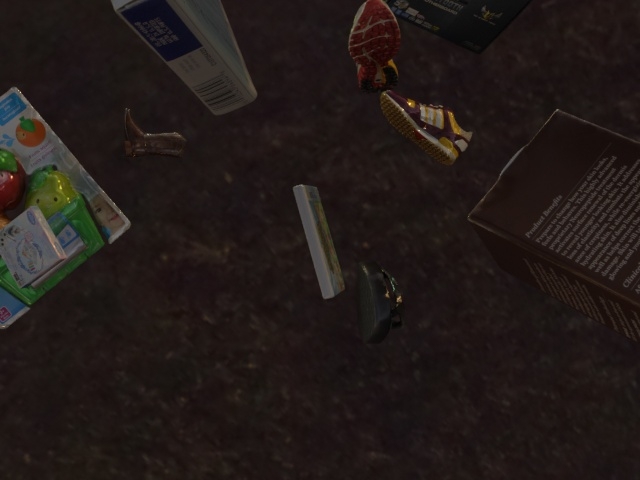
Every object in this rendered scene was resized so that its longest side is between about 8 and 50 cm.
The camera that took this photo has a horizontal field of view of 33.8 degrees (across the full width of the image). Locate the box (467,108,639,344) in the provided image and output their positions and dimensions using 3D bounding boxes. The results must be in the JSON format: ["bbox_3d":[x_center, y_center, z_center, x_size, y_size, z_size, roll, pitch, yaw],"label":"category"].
[{"bbox_3d":[0.383,0.009,1.237,0.191,0.143,0.381,-49,49,-9],"label":"box"}]

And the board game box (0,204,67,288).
[{"bbox_3d":[-0.424,0.010,1.533,0.090,0.020,0.090,-33,84,24],"label":"board game box"}]

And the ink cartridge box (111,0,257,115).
[{"bbox_3d":[-0.193,-0.338,1.181,0.071,0.324,0.330,-25,74,7],"label":"ink cartridge box"}]

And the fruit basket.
[{"bbox_3d":[-0.597,-0.061,2.019,0.327,0.353,0.165,-40,15,-11],"label":"fruit basket"}]

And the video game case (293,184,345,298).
[{"bbox_3d":[0.000,0.000,1.987,0.023,0.193,0.212,-15,90,8],"label":"video game case"}]

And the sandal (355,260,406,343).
[{"bbox_3d":[0.074,0.073,1.291,0.054,0.254,0.097,-3,88,0],"label":"sandal"}]

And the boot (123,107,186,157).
[{"bbox_3d":[-0.310,-0.201,1.973,0.114,0.037,0.106,-3,71,-11],"label":"boot"}]

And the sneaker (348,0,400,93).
[{"bbox_3d":[0.084,-0.341,1.791,0.088,0.225,0.092,-9,67,-3],"label":"sneaker"}]

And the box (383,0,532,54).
[{"bbox_3d":[0.258,-0.466,1.996,0.183,0.233,0.059,-45,32,49],"label":"box"}]

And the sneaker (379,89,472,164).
[{"bbox_3d":[0.194,-0.225,1.945,0.084,0.185,0.069,-50,7,-16],"label":"sneaker"}]
